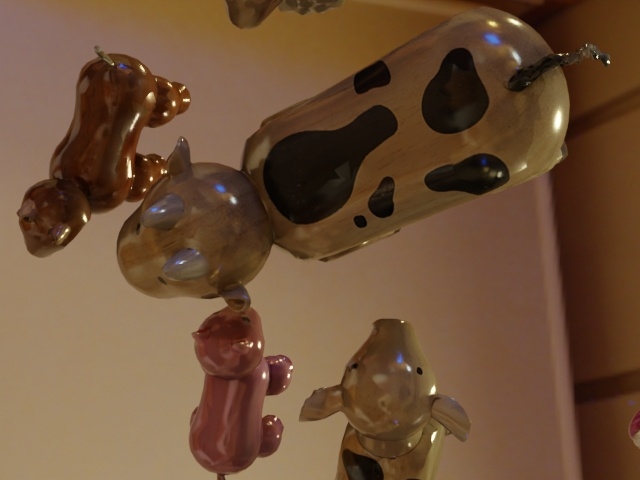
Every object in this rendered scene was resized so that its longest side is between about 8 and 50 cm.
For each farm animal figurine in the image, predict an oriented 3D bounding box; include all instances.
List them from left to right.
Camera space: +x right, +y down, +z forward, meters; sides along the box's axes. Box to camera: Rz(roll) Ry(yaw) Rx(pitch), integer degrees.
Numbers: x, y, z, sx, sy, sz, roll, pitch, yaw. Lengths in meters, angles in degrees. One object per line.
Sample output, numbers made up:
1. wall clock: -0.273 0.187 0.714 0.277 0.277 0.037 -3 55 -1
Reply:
1. farm animal figurine: 0.000 0.000 0.663 0.327 0.172 0.330 -43 -94 18

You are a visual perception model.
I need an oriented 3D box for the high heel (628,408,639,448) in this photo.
1. high heel: 0.309 0.073 0.883 0.082 0.244 0.117 80 -4 -52
